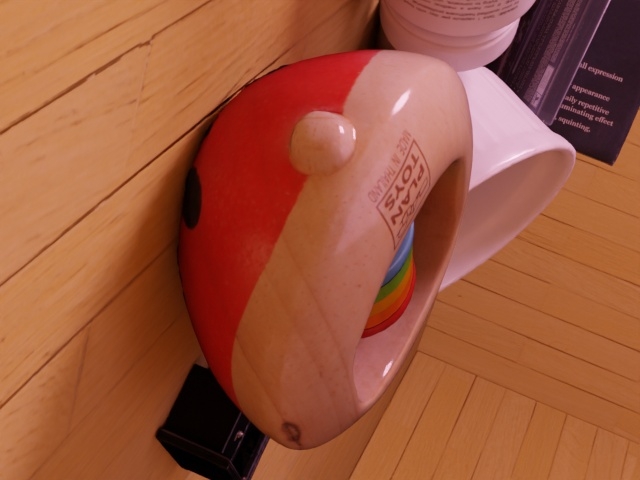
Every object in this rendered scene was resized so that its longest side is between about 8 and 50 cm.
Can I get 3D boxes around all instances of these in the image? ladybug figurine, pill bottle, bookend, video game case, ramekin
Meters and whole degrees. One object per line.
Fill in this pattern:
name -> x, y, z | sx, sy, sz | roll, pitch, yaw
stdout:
ladybug figurine -> 0.000, 0.000, 0.997 | 0.305, 0.162, 0.449 | -60, 166, -19
pill bottle -> 0.126, -0.278, 1.095 | 0.283, 0.160, 0.160 | 93, 22, -63
bookend -> -0.079, 0.144, 1.198 | 0.156, 0.072, 0.157 | 85, 29, -70
video game case -> 0.255, -0.253, 1.440 | 0.274, 0.026, 0.196 | -107, -141, -71
ramekin -> 0.114, -0.055, 1.320 | 0.277, 0.135, 0.277 | -32, 162, -12

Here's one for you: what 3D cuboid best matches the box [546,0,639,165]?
box -> 0.331, -0.351, 1.669 | 0.212, 0.294, 0.395 | -54, 164, -56

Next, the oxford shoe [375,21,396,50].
oxford shoe -> 0.180, -0.328, 1.359 | 0.146, 0.141, 0.397 | 83, 31, -66
